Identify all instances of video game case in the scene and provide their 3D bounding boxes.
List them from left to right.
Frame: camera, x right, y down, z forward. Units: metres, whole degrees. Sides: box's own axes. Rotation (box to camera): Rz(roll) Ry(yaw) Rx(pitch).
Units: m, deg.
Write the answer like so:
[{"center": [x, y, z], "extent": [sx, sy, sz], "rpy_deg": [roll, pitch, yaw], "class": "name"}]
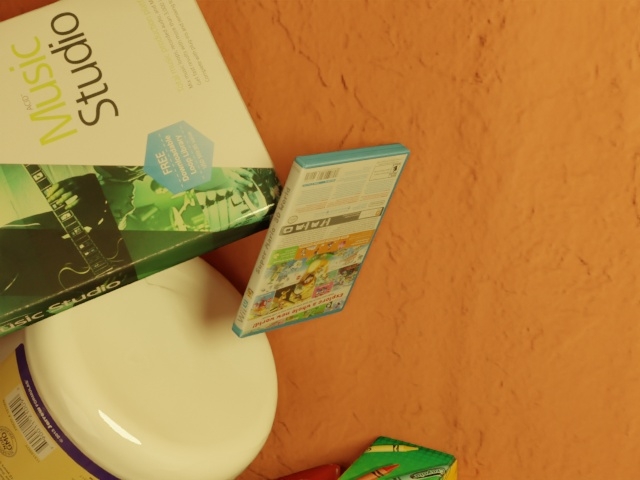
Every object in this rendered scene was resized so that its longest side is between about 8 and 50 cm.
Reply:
[{"center": [0.000, 0.000, 0.929], "extent": [0.015, 0.119, 0.166], "rpy_deg": [42, 126, 31], "class": "video game case"}]

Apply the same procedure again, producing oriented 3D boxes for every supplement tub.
[{"center": [-0.222, 0.170, 1.052], "extent": [0.331, 0.241, 0.241], "rpy_deg": [-40, 86, 36], "class": "supplement tub"}]

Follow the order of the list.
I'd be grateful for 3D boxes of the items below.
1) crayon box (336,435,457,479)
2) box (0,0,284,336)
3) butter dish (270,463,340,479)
[{"center": [0.045, 0.332, 1.002], "extent": [0.081, 0.165, 0.278], "rpy_deg": [11, 114, 26], "class": "crayon box"}, {"center": [-0.215, -0.063, 0.906], "extent": [0.058, 0.322, 0.232], "rpy_deg": [97, 148, -71], "class": "box"}, {"center": [-0.032, 0.303, 1.065], "extent": [0.160, 0.160, 0.118], "rpy_deg": [-25, 118, 36], "class": "butter dish"}]
